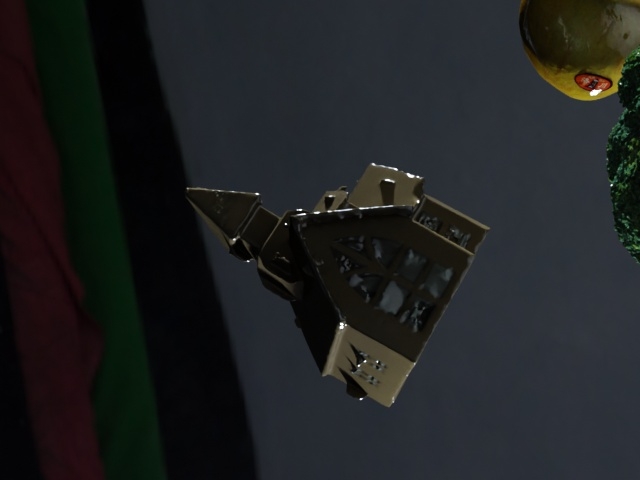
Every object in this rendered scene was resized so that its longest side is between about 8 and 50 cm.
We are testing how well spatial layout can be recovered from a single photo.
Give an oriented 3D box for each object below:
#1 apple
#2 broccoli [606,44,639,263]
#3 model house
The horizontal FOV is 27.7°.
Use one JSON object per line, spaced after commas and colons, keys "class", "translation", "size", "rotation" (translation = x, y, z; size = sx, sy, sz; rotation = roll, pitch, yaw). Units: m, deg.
{"class": "apple", "translation": [0.349, -0.276, 1.716], "size": [0.182, 0.182, 0.155], "rotation": [-79, 5, -50]}
{"class": "broccoli", "translation": [0.364, -0.069, 1.159], "size": [0.269, 0.242, 0.261], "rotation": [-9, 95, 61]}
{"class": "model house", "translation": [0.000, 0.000, 1.120], "size": [0.176, 0.248, 0.181], "rotation": [-59, -5, -19]}
